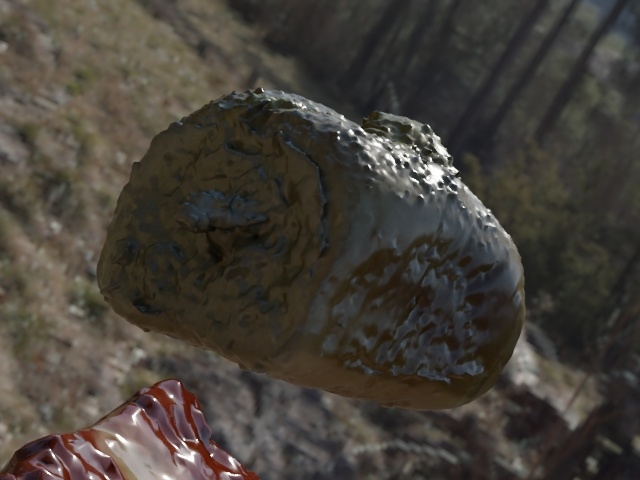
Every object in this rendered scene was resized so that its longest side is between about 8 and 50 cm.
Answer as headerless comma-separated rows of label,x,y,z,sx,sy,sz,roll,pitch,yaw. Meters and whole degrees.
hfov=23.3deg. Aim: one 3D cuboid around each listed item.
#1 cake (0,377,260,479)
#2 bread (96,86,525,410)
cake,-0.107,0.245,0.606,0.270,0.269,0.319,48,10,2
bread,0.000,0.000,0.944,0.195,0.176,0.246,12,-7,41
